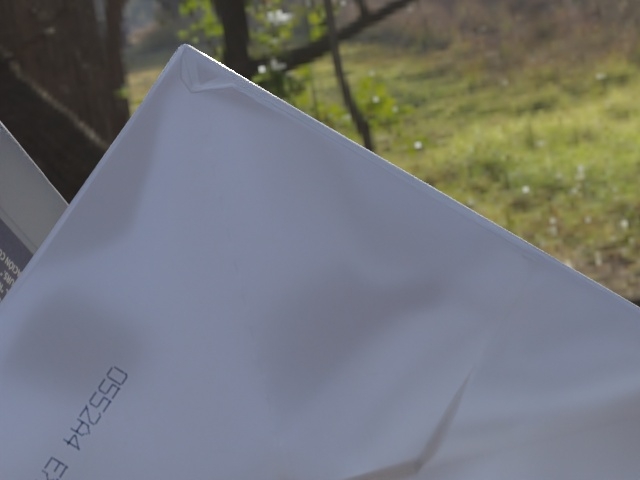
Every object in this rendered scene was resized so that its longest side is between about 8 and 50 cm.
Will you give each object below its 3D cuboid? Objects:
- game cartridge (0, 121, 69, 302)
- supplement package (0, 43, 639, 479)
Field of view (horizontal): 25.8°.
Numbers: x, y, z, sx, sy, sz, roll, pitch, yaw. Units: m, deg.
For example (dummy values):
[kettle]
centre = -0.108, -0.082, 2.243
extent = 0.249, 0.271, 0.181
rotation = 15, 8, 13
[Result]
[game cartridge]
centre = -0.185, 0.044, 0.642
extent = 0.060, 0.196, 0.294
rotation = 5, -29, 22
[supplement package]
centre = -0.026, 0.115, 0.440
extent = 0.204, 0.262, 0.145
rotation = 31, -15, 6
